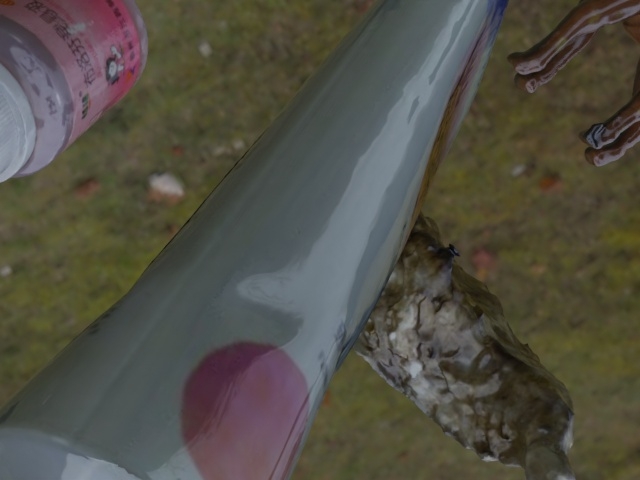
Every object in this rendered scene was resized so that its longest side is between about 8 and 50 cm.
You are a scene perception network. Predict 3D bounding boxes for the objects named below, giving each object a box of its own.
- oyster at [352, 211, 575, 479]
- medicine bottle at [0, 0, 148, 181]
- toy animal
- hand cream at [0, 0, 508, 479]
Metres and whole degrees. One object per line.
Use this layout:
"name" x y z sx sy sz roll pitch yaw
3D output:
"oyster" 0.104 0.051 1.371 0.111 0.396 0.204 -45 163 21
"medicine bottle" -0.248 -0.127 1.297 0.147 0.147 0.247 -49 -177 38
"toy animal" 0.183 -0.181 0.939 0.224 0.066 0.229 42 85 -27
"hand cream" 0.000 0.000 0.484 0.340 0.078 0.124 -53 164 -41
